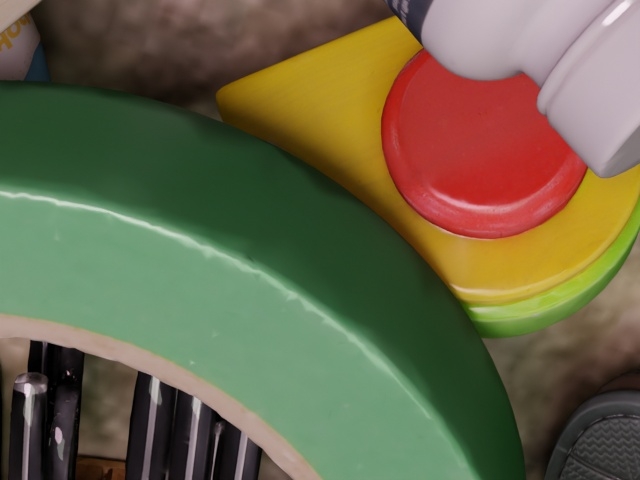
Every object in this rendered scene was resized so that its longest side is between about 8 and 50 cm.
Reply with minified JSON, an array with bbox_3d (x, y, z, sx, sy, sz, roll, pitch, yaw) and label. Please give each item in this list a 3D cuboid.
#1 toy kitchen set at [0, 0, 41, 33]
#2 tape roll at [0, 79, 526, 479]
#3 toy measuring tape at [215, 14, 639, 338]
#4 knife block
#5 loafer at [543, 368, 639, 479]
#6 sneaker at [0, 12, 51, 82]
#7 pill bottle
[{"bbox_3d":[-0.160,-0.178,0.496,0.122,0.166,0.207,-43,137,-20],"label":"toy kitchen set"},{"bbox_3d":[-0.092,0.107,0.564,0.321,0.077,0.321,3,118,5],"label":"tape roll"},{"bbox_3d":[0.000,0.000,0.583,0.330,0.121,0.121,-22,119,1],"label":"toy measuring tape"},{"bbox_3d":[-0.066,0.154,0.697,0.242,0.088,0.275,-33,115,17],"label":"knife block"},{"bbox_3d":[0.157,0.161,0.732,0.096,0.084,0.267,5,121,31],"label":"loafer"},{"bbox_3d":[-0.204,-0.031,0.587,0.229,0.087,0.092,-21,119,11],"label":"sneaker"},{"bbox_3d":[0.054,-0.110,0.495,0.108,0.108,0.180,-43,76,20],"label":"pill bottle"}]
